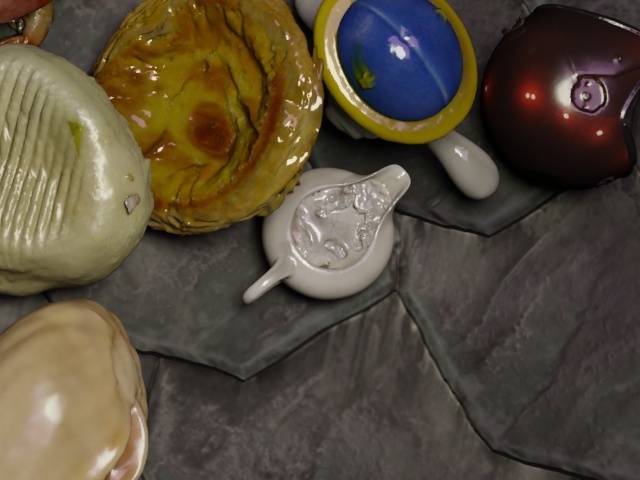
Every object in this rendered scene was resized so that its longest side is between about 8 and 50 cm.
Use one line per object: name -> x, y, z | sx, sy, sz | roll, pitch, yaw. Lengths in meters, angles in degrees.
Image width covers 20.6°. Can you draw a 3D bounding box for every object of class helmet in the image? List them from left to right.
helmet -> 0.277, -0.160, 1.976 | 0.193, 0.189, 0.216 | -24, 87, -10

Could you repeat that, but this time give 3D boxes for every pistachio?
pistachio -> -0.290, 0.204, 1.734 | 0.214, 0.193, 0.318 | 28, 75, 31

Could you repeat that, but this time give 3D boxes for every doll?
doll -> 0.086, -0.149, 1.890 | 0.311, 0.242, 0.159 | 48, 66, -11

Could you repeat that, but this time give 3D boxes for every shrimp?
shrimp -> -0.359, -0.234, 1.913 | 0.162, 0.045, 0.095 | -40, 109, -26

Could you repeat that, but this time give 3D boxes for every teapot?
teapot -> 0.000, 0.000, 1.912 | 0.226, 0.092, 0.145 | -42, 86, -19

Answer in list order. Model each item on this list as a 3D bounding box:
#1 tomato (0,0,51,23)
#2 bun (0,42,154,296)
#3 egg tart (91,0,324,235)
tomato -> -0.385, -0.388, 1.852 | 0.309, 0.170, 0.309 | 3, 62, -6
bun -> -0.293, -0.063, 1.812 | 0.259, 0.160, 0.259 | 0, 90, 9
egg tart -> -0.113, -0.140, 1.871 | 0.294, 0.116, 0.295 | -4, 82, 29
